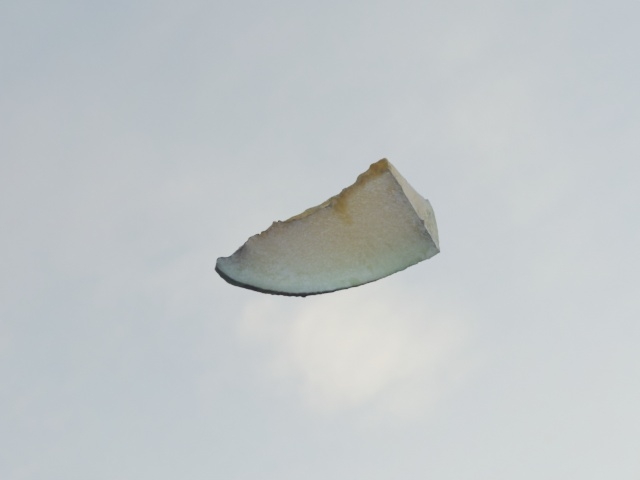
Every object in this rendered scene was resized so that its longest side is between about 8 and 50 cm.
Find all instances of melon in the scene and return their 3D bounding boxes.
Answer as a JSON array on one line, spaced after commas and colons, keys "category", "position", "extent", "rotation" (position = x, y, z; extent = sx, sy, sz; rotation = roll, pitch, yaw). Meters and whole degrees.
[{"category": "melon", "position": [0.006, 0.003, 1.388], "extent": [0.182, 0.054, 0.098], "rotation": [-29, -47, 20]}]
